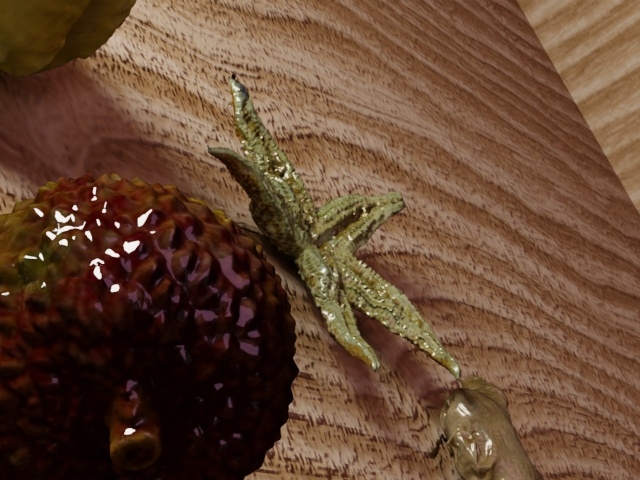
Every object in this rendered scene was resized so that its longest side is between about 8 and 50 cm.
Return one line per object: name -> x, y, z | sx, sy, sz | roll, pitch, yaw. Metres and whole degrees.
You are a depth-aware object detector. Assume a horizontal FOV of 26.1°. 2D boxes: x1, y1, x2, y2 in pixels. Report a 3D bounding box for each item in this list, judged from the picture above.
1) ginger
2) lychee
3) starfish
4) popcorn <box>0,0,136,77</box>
ginger -> 0.177, 0.218, 1.450 | 0.137, 0.074, 0.213 | 39, 30, -50
lychee -> -0.133, 0.065, 0.907 | 0.236, 0.236, 0.271 | 38, 6, -31
starfish -> -0.002, 0.003, 1.411 | 0.347, 0.078, 0.358 | 40, 27, -29
popcorn -> -0.261, -0.253, 1.111 | 0.258, 0.270, 0.224 | 103, -30, -60
